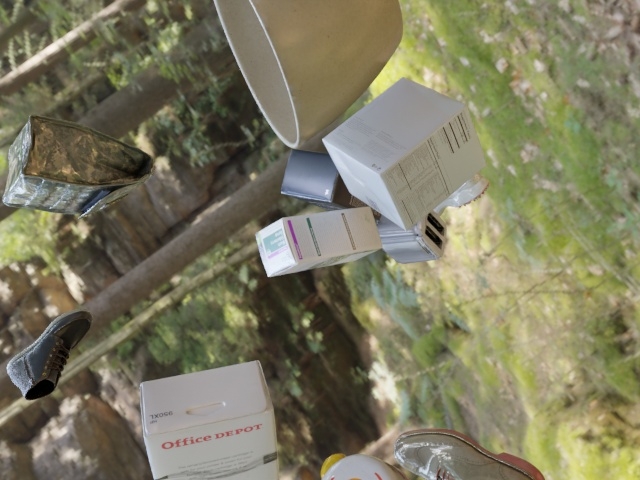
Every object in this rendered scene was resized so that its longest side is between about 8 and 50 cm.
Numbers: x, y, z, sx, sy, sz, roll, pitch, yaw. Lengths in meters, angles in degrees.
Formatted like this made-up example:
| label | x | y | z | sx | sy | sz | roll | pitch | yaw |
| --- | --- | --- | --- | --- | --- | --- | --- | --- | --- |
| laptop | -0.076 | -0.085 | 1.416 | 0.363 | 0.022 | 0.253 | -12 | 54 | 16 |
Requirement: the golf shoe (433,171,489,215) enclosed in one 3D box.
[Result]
| label | x | y | z | sx | sy | sz | roll | pitch | yaw |
| --- | --- | --- | --- | --- | --- | --- | --- | --- | --- |
| golf shoe | 0.334 | -0.139 | 2.212 | 0.140 | 0.306 | 0.115 | 52 | -145 | -12 |

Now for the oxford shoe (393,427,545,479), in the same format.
| label | x | y | z | sx | sy | sz | roll | pitch | yaw |
| --- | --- | --- | --- | --- | --- | --- | --- | --- | --- |
| oxford shoe | 0.293 | 0.496 | 1.635 | 0.348 | 0.130 | 0.123 | 6 | 111 | 36 |

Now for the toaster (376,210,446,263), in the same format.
| label | x | y | z | sx | sy | sz | roll | pitch | yaw |
| --- | --- | --- | --- | --- | --- | --- | --- | --- | --- |
| toaster | 0.244 | -0.024 | 2.073 | 0.146 | 0.129 | 0.227 | -4 | 152 | 33 |

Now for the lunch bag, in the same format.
| label | x | y | z | sx | sy | sz | roll | pitch | yaw |
| --- | --- | --- | --- | --- | --- | --- | --- | --- | --- |
| lunch bag | -0.539 | -0.149 | 1.722 | 0.235 | 0.287 | 0.169 | -20 | 65 | 55 |

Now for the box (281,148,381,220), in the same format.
| label | x | y | z | sx | sy | sz | roll | pitch | yaw |
| --- | --- | --- | --- | --- | --- | --- | --- | --- | --- |
| box | 0.038 | -0.126 | 1.756 | 0.153 | 0.108 | 0.207 | 13 | 177 | 37 |

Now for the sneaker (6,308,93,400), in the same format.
| label | x | y | z | sx | sy | sz | roll | pitch | yaw |
| --- | --- | --- | --- | --- | --- | --- | --- | --- | --- |
| sneaker | -0.583 | 0.257 | 1.709 | 0.118 | 0.222 | 0.083 | 37 | 166 | 42 |

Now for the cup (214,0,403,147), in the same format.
| label | x | y | z | sx | sy | sz | roll | pitch | yaw |
| --- | --- | --- | --- | --- | --- | --- | --- | --- | --- |
| cup | -0.008 | -0.348 | 1.244 | 0.331 | 0.237 | 0.331 | 61 | 169 | 20 |

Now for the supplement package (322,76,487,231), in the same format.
| label | x | y | z | sx | sy | sz | roll | pitch | yaw |
| --- | --- | --- | --- | --- | --- | --- | --- | --- | --- |
| supplement package | 0.155 | -0.163 | 1.411 | 0.194 | 0.203 | 0.149 | 40 | 165 | 49 |

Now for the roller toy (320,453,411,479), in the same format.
| label | x | y | z | sx | sy | sz | roll | pitch | yaw |
| --- | --- | --- | --- | --- | --- | --- | --- | --- | --- |
| roller toy | 0.093 | 0.533 | 1.544 | 0.146 | 0.191 | 0.209 | 43 | -139 | -51 |

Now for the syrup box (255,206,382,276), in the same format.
| label | x | y | z | sx | sy | sz | roll | pitch | yaw |
| --- | --- | --- | --- | --- | --- | --- | --- | --- | --- |
| syrup box | 0.000 | 0.000 | 1.497 | 0.093 | 0.236 | 0.096 | -28 | 76 | 47 |

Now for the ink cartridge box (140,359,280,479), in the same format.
| label | x | y | z | sx | sy | sz | roll | pitch | yaw |
| --- | --- | --- | --- | --- | --- | --- | --- | --- | --- |
| ink cartridge box | -0.253 | 0.494 | 1.812 | 0.166 | 0.285 | 0.395 | -113 | 18 | -49 |
